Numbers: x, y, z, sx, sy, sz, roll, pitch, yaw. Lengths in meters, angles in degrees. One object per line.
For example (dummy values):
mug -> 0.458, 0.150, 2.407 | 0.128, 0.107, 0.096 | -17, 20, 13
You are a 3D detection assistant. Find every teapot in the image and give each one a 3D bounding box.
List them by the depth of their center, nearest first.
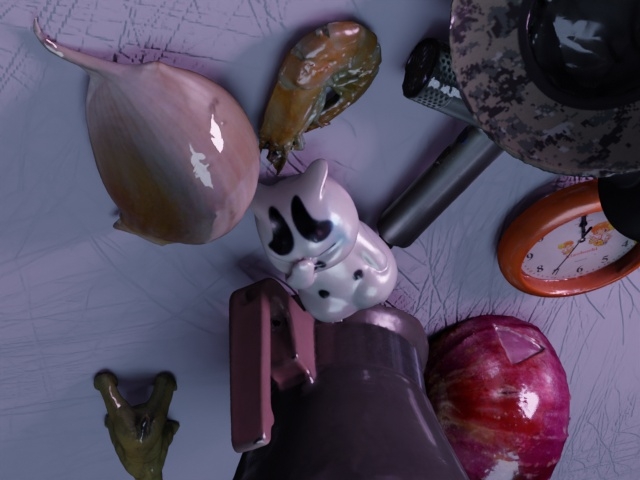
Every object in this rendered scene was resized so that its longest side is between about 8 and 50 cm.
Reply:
teapot -> 0.009, 0.233, 1.065 | 0.305, 0.362, 0.376 | -23, 132, 17

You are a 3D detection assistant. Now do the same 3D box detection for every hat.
hat -> 0.241, -0.180, 0.790 | 0.265, 0.266, 0.128 | -29, 175, 17

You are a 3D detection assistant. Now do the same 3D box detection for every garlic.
garlic -> -0.133, -0.092, 0.822 | 0.148, 0.128, 0.267 | -23, 134, -11

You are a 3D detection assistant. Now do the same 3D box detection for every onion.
onion -> 0.223, 0.250, 1.277 | 0.272, 0.231, 0.256 | -3, 142, -6

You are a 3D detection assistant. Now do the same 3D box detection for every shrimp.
shrimp -> -0.007, -0.128, 0.862 | 0.099, 0.041, 0.180 | -7, 144, -37

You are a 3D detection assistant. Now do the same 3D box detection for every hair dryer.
hair dryer -> 0.197, -0.080, 0.977 | 0.320, 0.156, 0.284 | 13, 156, -15

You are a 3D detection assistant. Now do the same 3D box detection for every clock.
clock -> 0.309, -0.002, 1.121 | 0.205, 0.051, 0.205 | -9, 143, -7

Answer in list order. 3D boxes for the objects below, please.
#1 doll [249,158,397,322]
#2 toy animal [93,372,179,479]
doll -> 0.003, 0.006, 0.966 | 0.110, 0.107, 0.181 | -23, 139, 16
toy animal -> -0.227, 0.258, 1.220 | 0.103, 0.101, 0.219 | -8, 143, -13
